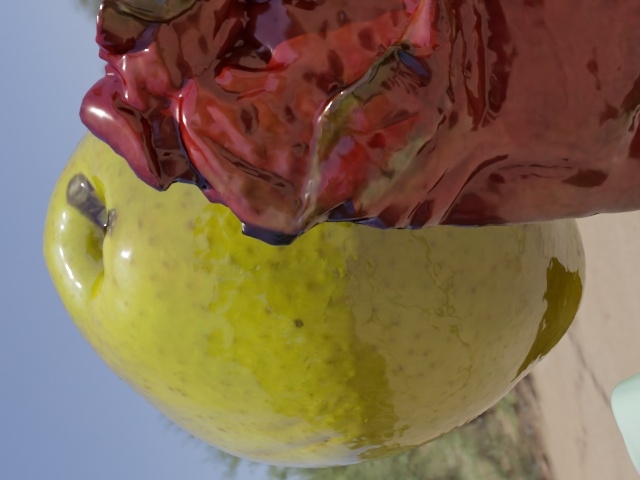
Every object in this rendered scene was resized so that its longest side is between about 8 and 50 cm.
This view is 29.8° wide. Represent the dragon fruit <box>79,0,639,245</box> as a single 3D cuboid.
[{"bbox_3d":[0.060,-0.139,0.628,0.286,0.329,0.228,36,129,27],"label":"dragon fruit"}]

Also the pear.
[{"bbox_3d":[0.000,0.000,0.942,0.362,0.418,0.363,0,90,60],"label":"pear"}]

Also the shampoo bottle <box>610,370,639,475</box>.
[{"bbox_3d":[0.501,0.151,1.285,0.221,0.349,0.151,25,-138,-47],"label":"shampoo bottle"}]
